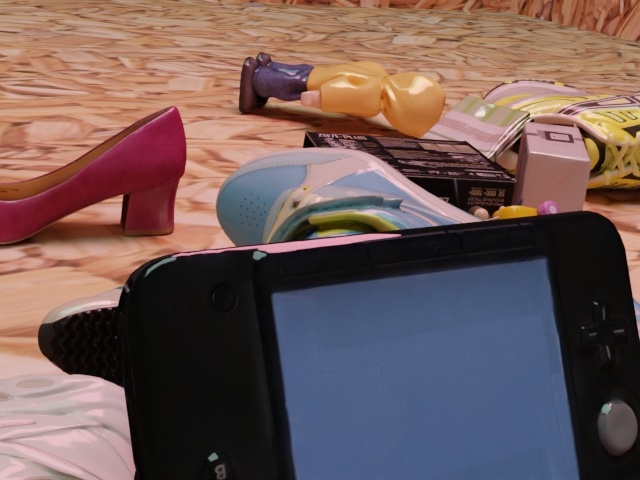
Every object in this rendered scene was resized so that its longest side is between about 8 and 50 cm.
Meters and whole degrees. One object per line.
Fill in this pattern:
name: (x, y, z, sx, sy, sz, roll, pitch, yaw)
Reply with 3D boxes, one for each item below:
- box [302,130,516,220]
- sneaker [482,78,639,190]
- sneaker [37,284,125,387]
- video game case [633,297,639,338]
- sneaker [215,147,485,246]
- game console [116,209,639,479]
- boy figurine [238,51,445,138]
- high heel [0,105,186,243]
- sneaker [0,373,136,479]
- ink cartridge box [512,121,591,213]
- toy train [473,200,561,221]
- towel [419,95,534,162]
box: (0.079, -0.049, 0.954, 0.180, 0.078, 0.147, 2, 21, -13)
sneaker: (0.374, -0.107, 1.158, 0.384, 0.145, 0.147, 2, 27, 14)
sneaker: (-0.121, 0.054, 0.648, 0.161, 0.057, 0.075, -5, 20, -40)
video game case: (0.186, 0.057, 0.788, 0.166, 0.015, 0.119, 4, 20, -7)
sneaker: (0.000, 0.000, 0.672, 0.319, 0.127, 0.208, 21, 10, 36)
game console: (0.091, 0.111, 0.400, 0.293, 0.250, 0.173, -6, -3, -32)
boy figurine: (0.036, -0.209, 1.364, 0.285, 0.092, 0.177, 11, 20, 10)
high heel: (-0.236, -0.062, 0.831, 0.244, 0.117, 0.082, 0, 21, -17)
sneaker: (-0.183, 0.113, 0.417, 0.232, 0.090, 0.115, -1, 25, -18)
ink cartridge box: (0.232, -0.058, 0.990, 0.060, 0.104, 0.180, 8, 19, 7)
toy train: (0.152, 0.010, 0.853, 0.166, 0.046, 0.125, -2, -21, -4)
towel: (0.158, -0.111, 1.113, 0.152, 0.023, 0.113, -44, 43, -18)
